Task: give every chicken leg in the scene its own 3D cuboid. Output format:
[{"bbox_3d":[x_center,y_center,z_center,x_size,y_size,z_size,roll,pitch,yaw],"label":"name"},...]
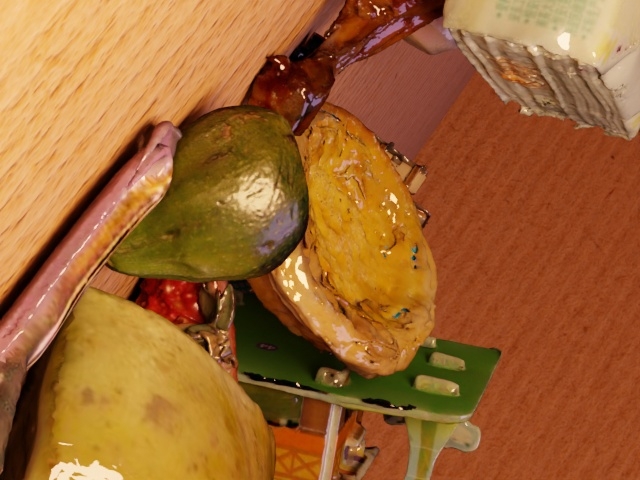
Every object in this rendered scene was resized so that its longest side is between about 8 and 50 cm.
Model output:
[{"bbox_3d":[0.045,-0.183,1.482,0.304,0.093,0.113,-51,146,-25],"label":"chicken leg"}]

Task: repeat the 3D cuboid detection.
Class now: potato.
[{"bbox_3d":[-0.138,0.239,1.250,0.330,0.213,0.280,119,-18,-46],"label":"potato"}]

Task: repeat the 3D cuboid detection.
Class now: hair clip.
[{"bbox_3d":[-0.177,0.062,1.085,0.110,0.096,0.358,72,34,-42],"label":"hair clip"}]

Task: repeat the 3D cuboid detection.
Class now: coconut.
[{"bbox_3d":[0.116,-0.252,1.764,0.124,0.110,0.110,-54,176,0],"label":"coconut"}]

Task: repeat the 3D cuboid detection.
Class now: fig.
[{"bbox_3d":[-0.086,-0.025,1.251,0.156,0.123,0.123,-16,166,-11],"label":"fig"}]

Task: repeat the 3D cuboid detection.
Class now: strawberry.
[{"bbox_3d":[-0.125,0.074,1.527,0.236,0.107,0.175,108,-22,-82],"label":"strawberry"}]

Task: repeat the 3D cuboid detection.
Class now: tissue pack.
[{"bbox_3d":[0.248,-0.309,1.516,0.287,0.162,0.388,31,77,-71],"label":"tissue pack"}]

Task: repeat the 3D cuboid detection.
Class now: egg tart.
[{"bbox_3d":[0.000,0.000,1.616,0.107,0.291,0.291,-22,-167,26],"label":"egg tart"}]

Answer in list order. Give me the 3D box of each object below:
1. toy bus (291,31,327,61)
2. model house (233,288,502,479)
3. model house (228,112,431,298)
[{"bbox_3d":[-0.027,-0.126,1.515,0.110,0.031,0.043,-52,177,-27],"label":"toy bus"},{"bbox_3d":[-0.006,0.237,1.763,0.242,0.358,0.312,-52,151,-70],"label":"model house"},{"bbox_3d":[-0.007,0.016,1.915,0.206,0.178,0.271,-53,178,-25],"label":"model house"}]
